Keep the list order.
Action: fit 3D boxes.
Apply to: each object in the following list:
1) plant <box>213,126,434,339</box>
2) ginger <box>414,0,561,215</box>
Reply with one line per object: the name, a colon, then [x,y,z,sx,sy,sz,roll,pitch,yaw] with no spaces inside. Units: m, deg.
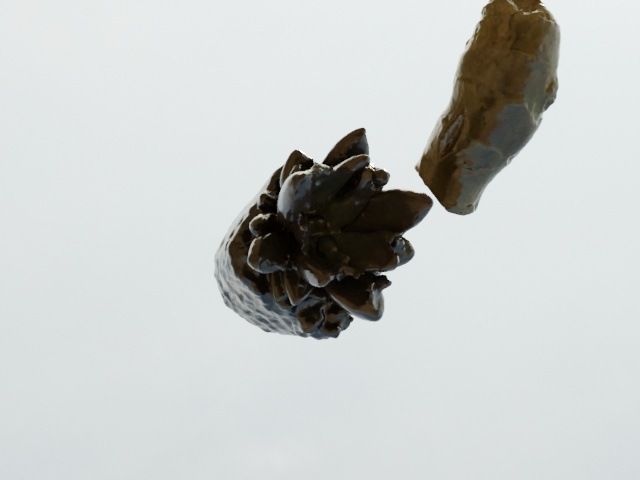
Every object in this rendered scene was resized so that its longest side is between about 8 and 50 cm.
plant: [0.000,0.000,1.933,0.194,0.182,0.321,-61,-167,-19]
ginger: [0.202,-0.159,2.046,0.263,0.116,0.109,-65,-152,18]
